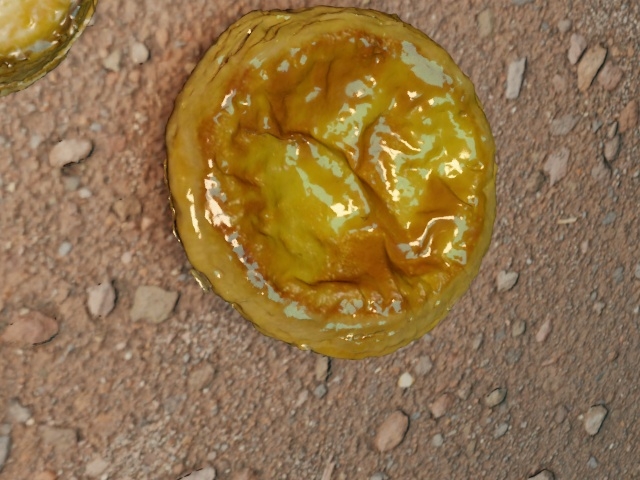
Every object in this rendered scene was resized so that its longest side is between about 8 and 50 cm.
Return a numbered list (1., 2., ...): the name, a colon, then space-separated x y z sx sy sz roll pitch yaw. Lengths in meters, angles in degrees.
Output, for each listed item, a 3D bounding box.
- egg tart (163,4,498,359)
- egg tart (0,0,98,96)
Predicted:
1. egg tart: 0.008 -0.054 0.935 0.341 0.132 0.341 0 89 -28
2. egg tart: -0.245 -0.199 0.744 0.212 0.090 0.212 -14 118 -28
